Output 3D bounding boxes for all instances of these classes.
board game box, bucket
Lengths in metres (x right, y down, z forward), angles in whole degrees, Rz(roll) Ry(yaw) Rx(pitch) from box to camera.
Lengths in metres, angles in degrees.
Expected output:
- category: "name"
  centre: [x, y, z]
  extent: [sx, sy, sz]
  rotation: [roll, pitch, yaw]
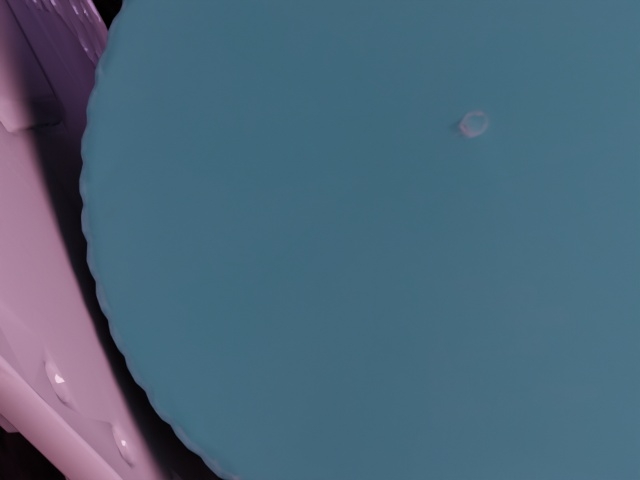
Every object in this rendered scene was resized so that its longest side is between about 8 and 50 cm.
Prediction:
- category: "board game box"
  centre: [-0.136, -0.075, 0.512]
  extent: [0.390, 0.050, 0.390]
  rotation: [58, 6, -49]
- category: "bucket"
  centre: [0.071, -0.009, 0.514]
  extent: [0.281, 0.281, 0.183]
  rotation: [64, 10, 22]

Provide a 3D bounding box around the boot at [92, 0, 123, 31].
- category: "boot"
  centre: [-0.128, -0.183, 0.760]
  extent: [0.263, 0.091, 0.229]
  rotation: [34, -8, 32]
